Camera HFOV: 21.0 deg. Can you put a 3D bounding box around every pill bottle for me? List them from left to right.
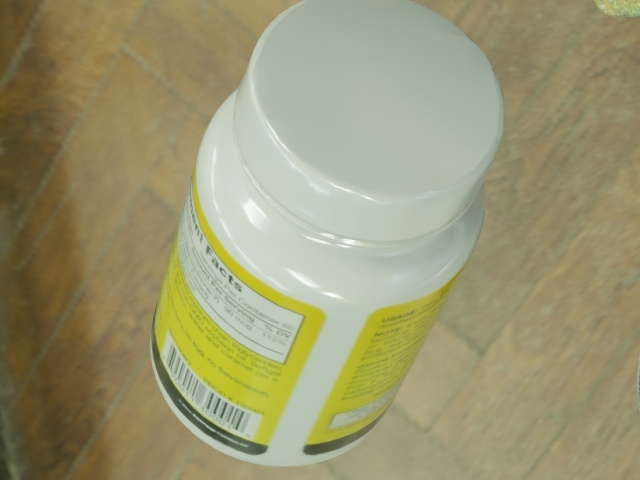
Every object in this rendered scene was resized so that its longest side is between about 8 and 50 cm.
[{"bbox_3d":[0.000,0.000,0.722,0.119,0.119,0.208,44,147,15],"label":"pill bottle"}]

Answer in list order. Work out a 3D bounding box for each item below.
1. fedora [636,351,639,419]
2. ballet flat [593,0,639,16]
[{"bbox_3d":[0.361,0.101,1.250,0.244,0.124,0.275,9,76,-12],"label":"fedora"},{"bbox_3d":[0.421,-0.342,1.723,0.349,0.123,0.123,-25,86,12],"label":"ballet flat"}]
